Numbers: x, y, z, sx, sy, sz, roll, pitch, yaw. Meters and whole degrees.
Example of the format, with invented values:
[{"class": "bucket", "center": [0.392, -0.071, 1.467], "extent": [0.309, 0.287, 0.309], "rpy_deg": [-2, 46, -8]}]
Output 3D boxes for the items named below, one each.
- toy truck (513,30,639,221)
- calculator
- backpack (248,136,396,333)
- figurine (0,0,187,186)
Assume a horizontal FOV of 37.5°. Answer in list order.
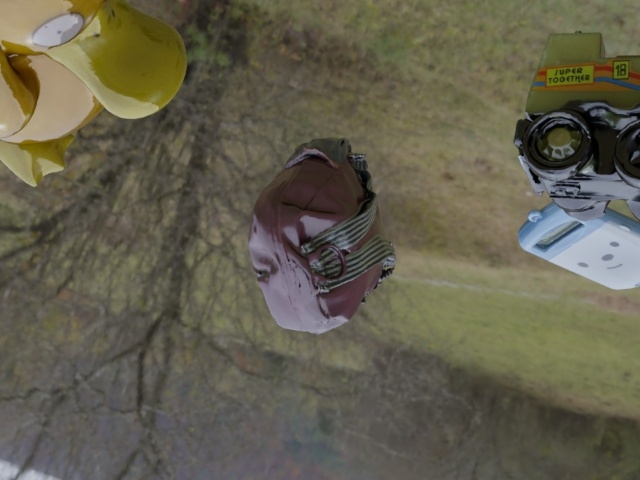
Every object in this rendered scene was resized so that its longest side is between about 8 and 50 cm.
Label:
[{"class": "toy truck", "center": [0.275, -0.076, 0.661], "extent": [0.257, 0.127, 0.127], "rpy_deg": [8, 167, 25]}, {"class": "calculator", "center": [0.354, 0.003, 1.214], "extent": [0.210, 0.039, 0.121], "rpy_deg": [23, 143, -19]}, {"class": "backpack", "center": [0.000, 0.000, 1.457], "extent": [0.197, 0.283, 0.317], "rpy_deg": [-10, -165, 17]}, {"class": "figurine", "center": [-0.225, -0.167, 0.761], "extent": [0.215, 0.215, 0.228], "rpy_deg": [28, 158, -32]}]
